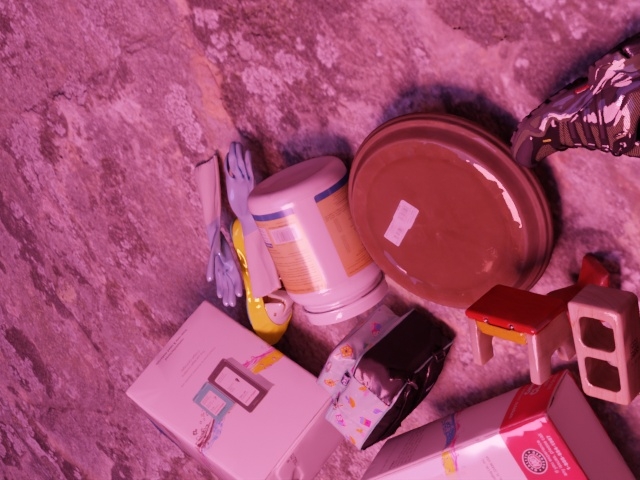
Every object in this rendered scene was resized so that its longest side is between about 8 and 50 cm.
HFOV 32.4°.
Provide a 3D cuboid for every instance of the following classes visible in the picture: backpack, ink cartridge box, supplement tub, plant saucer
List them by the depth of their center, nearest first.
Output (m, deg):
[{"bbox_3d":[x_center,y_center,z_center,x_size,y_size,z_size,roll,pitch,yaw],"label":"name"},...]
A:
[{"bbox_3d":[0.150,-0.025,1.355,0.277,0.041,0.278,19,130,24],"label":"plant saucer"},{"bbox_3d":[0.238,0.333,1.444,0.306,0.131,0.226,-27,99,34],"label":"ink cartridge box"},{"bbox_3d":[0.000,0.000,1.504,0.144,0.144,0.200,-6,113,46],"label":"supplement tub"},{"bbox_3d":[0.079,0.196,1.553,0.144,0.166,0.188,33,136,17],"label":"backpack"},{"bbox_3d":[-0.122,0.272,1.739,0.270,0.197,0.198,33,162,23],"label":"ink cartridge box"}]

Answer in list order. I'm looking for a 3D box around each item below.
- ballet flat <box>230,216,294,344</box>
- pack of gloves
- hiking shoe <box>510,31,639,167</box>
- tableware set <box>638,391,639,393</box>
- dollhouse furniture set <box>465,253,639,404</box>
[{"bbox_3d":[-0.078,0.065,1.687,0.077,0.077,0.231,6,120,37],"label":"ballet flat"},{"bbox_3d":[-0.141,-0.020,1.615,0.195,0.046,0.232,-28,72,59],"label":"pack of gloves"},{"bbox_3d":[0.296,-0.121,1.172,0.114,0.086,0.227,54,140,4],"label":"hiking shoe"},{"bbox_3d":[0.380,0.149,1.228,0.104,0.154,0.024,-1,108,27],"label":"tableware set"},{"bbox_3d":[0.354,0.064,1.176,0.374,0.201,0.152,14,128,46],"label":"dollhouse furniture set"}]
